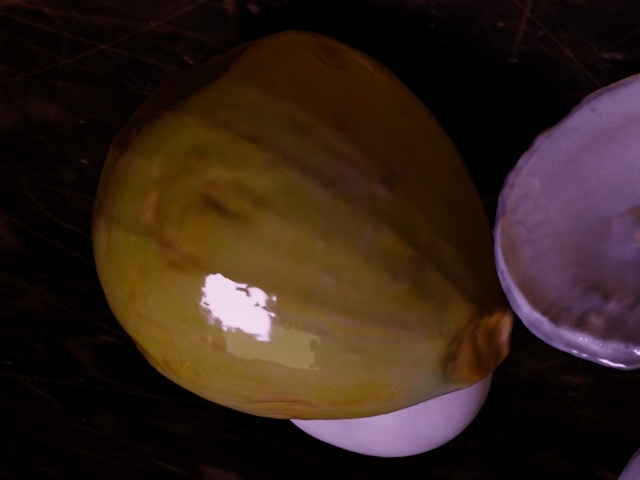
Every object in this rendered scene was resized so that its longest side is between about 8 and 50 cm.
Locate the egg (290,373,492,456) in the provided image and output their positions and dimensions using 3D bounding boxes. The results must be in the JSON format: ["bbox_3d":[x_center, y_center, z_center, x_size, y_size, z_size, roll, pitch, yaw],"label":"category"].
[{"bbox_3d":[0.034,0.086,1.340,0.209,0.151,0.151,11,154,37],"label":"egg"}]

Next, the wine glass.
[{"bbox_3d":[0.252,0.101,1.075,0.267,0.267,0.406,7,148,31],"label":"wine glass"}]

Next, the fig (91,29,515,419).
[{"bbox_3d":[0.000,0.000,1.072,0.271,0.239,0.239,26,158,20],"label":"fig"}]
